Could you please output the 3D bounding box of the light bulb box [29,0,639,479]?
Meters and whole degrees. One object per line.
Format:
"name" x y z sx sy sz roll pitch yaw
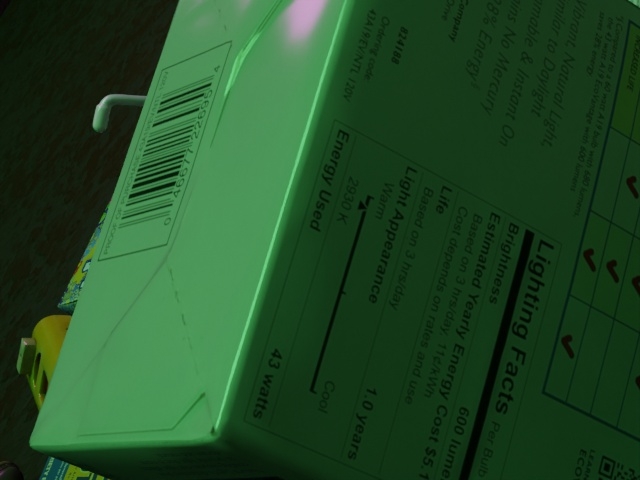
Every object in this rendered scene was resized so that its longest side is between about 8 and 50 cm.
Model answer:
"light bulb box" 0.073 0.021 0.972 0.225 0.361 0.358 -11 57 55

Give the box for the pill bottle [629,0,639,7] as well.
"pill bottle" 0.288 -0.160 1.121 0.283 0.160 0.160 -1 56 59

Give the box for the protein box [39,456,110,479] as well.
"protein box" -0.091 0.216 1.233 0.200 0.201 0.136 -23 39 46

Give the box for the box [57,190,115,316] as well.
"box" 0.000 0.000 1.250 0.177 0.290 0.279 -18 42 50

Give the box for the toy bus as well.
"toy bus" -0.260 0.126 1.640 0.202 0.104 0.191 138 132 -57

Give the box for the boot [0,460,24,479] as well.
"boot" -0.353 0.339 1.691 0.106 0.082 0.219 3 53 34

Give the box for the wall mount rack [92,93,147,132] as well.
"wall mount rack" -0.190 -0.003 1.774 0.350 0.130 0.304 -155 68 -65
